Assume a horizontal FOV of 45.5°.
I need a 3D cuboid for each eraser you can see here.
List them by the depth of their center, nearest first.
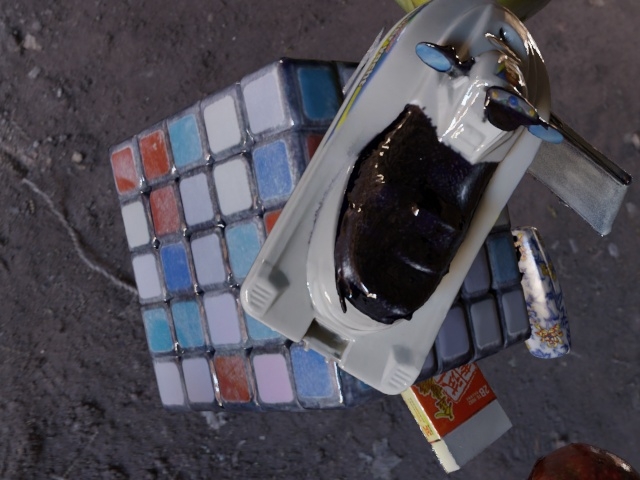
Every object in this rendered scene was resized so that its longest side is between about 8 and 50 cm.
[{"bbox_3d":[0.209,0.247,1.272,0.157,0.038,0.230,-23,78,-39],"label":"eraser"}]

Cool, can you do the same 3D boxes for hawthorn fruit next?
[{"bbox_3d":[0.341,0.358,1.016,0.181,0.235,0.181,1,78,-3],"label":"hawthorn fruit"}]

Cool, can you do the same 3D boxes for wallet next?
[{"bbox_3d":[0.419,-0.123,1.283,0.036,0.167,0.222,-36,62,-13],"label":"wallet"}]

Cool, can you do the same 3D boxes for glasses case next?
[{"bbox_3d":[0.381,0.093,1.358,0.065,0.086,0.248,-28,102,-44],"label":"glasses case"}]

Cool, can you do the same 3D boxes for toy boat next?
[{"bbox_3d":[0.064,-0.042,0.486,0.140,0.141,0.270,32,92,-21],"label":"toy boat"}]

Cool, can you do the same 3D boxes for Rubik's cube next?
[{"bbox_3d":[0.000,0.000,0.772,0.293,0.286,0.292,-13,89,-45],"label":"Rubik's cube"}]

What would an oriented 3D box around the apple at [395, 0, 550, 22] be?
[{"bbox_3d":[0.117,-0.309,0.676,0.194,0.261,0.261,-42,102,8],"label":"apple"}]
